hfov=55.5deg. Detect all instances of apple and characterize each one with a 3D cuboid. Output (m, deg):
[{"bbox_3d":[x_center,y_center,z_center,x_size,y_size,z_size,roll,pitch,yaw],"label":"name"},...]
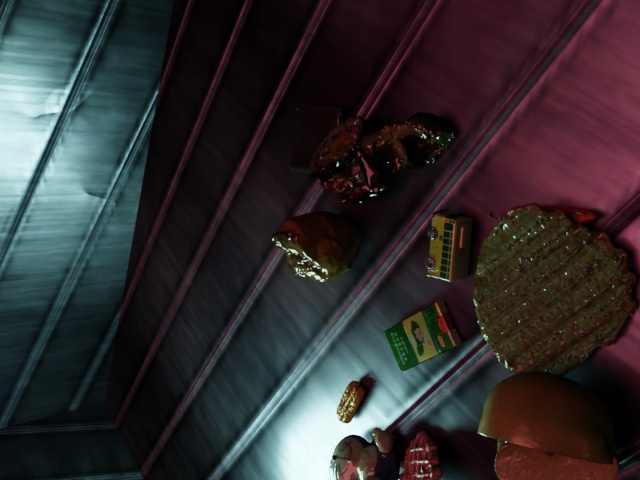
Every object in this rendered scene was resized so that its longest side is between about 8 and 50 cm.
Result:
[{"bbox_3d":[0.497,0.412,1.322,0.258,0.233,0.295,-9,129,32],"label":"apple"}]

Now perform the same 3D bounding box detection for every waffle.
[{"bbox_3d":[0.279,0.662,1.708,0.221,0.055,0.234,-105,31,-65],"label":"waffle"}]

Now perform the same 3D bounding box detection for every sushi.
[{"bbox_3d":[0.105,-0.223,1.776,0.225,0.219,0.238,-58,18,-16],"label":"sushi"}]

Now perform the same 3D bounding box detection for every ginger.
[{"bbox_3d":[0.003,0.001,1.874,0.200,0.223,0.269,23,151,37],"label":"ginger"}]

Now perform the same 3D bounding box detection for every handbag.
[{"bbox_3d":[0.002,-0.322,1.969,0.247,0.080,0.223,17,100,51],"label":"handbag"}]

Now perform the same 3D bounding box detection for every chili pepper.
[{"bbox_3d":[0.510,-0.058,1.400,0.268,0.050,0.059,-1,114,49],"label":"chili pepper"},{"bbox_3d":[0.221,-0.249,1.624,0.264,0.116,0.148,-27,91,6],"label":"chili pepper"}]

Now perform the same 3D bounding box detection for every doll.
[{"bbox_3d":[0.129,0.694,1.885,0.258,0.154,0.228,-10,54,44],"label":"doll"}]

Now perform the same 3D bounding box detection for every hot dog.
[{"bbox_3d":[0.095,0.529,1.982,0.071,0.045,0.165,44,126,35],"label":"hot dog"}]

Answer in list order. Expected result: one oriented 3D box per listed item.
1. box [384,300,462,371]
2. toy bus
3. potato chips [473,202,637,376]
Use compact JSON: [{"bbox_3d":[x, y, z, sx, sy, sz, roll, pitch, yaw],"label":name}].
[{"bbox_3d":[0.285,0.275,1.727,0.235,0.034,0.132,-39,65,45],"label":"box"},{"bbox_3d":[0.340,0.013,1.590,0.101,0.088,0.175,17,110,47],"label":"toy bus"},{"bbox_3d":[0.504,0.123,1.405,0.358,0.070,0.429,53,135,20],"label":"potato chips"}]
